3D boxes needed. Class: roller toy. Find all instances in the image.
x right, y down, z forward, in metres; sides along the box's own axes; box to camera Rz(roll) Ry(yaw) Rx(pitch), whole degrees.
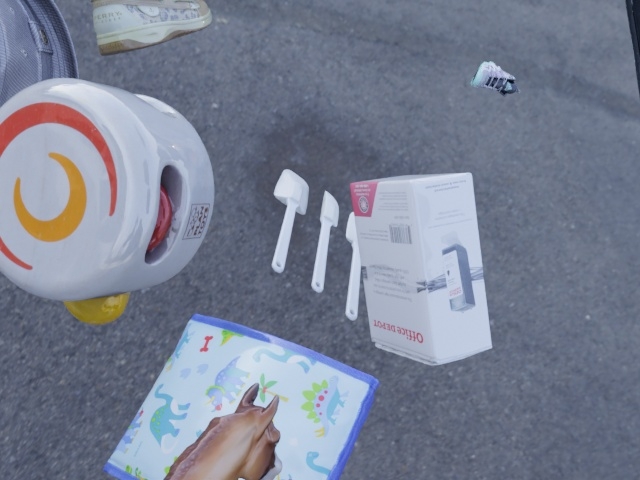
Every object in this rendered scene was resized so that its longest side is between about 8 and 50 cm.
[{"bbox_3d":[-0.201,-0.043,0.728,0.209,0.191,0.146,63,19,7],"label":"roller toy"}]

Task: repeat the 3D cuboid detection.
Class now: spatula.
[{"bbox_3d":[0.000,0.000,1.117,0.168,0.019,0.242,34,34,-17],"label":"spatula"}]

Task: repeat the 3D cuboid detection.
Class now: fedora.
[{"bbox_3d":[-0.397,-0.191,0.867,0.243,0.124,0.276,-7,98,-9],"label":"fedora"}]

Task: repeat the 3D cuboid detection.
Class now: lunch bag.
[{"bbox_3d":[-0.045,0.132,0.529,0.096,0.151,0.129,46,62,-42],"label":"lunch bag"}]

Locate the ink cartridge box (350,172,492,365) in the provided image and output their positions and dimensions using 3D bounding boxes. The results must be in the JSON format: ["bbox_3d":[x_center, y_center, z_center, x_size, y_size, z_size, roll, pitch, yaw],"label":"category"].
[{"bbox_3d":[0.122,0.029,0.984,0.092,0.158,0.218,-9,97,-24],"label":"ink cartridge box"}]

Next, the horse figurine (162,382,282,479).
[{"bbox_3d":[-0.116,0.201,0.383,0.263,0.175,0.066,-23,38,-20],"label":"horse figurine"}]

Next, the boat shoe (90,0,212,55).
[{"bbox_3d":[-0.239,-0.338,1.158,0.285,0.104,0.089,-62,140,-65],"label":"boat shoe"}]

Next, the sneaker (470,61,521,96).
[{"bbox_3d":[0.265,-0.235,1.176,0.069,0.038,0.098,35,33,11],"label":"sneaker"}]

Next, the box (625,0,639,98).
[{"bbox_3d":[0.253,-0.162,0.398,0.051,0.220,0.175,-2,82,-26],"label":"box"}]
